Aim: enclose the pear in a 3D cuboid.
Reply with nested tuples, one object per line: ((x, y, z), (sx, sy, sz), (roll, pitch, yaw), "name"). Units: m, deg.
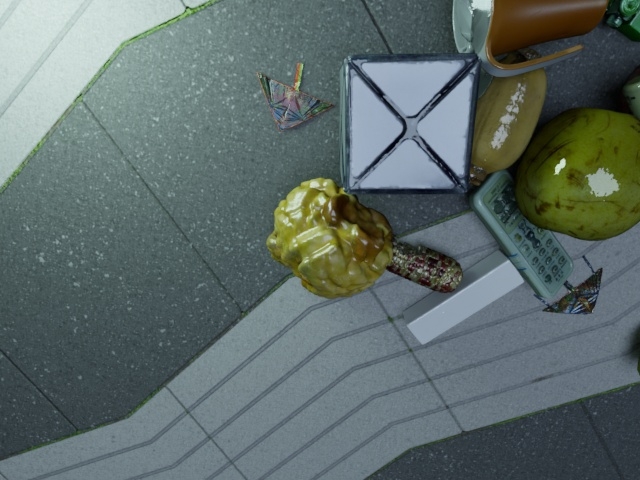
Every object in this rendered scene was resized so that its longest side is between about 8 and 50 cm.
((0.550, -0.136, 0.941), (0.283, 0.284, 0.284), (1, 109, 2), "pear")

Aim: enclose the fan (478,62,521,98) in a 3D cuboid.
((0.341, -0.346, 0.944), (0.005, 0.175, 0.114), (10, 89, -31), "fan")

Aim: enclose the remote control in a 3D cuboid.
((0.485, -0.014, 1.092), (0.128, 0.065, 0.335), (-45, 104, -15), "remote control")

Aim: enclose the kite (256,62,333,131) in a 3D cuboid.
((-0.066, -0.327, 1.038), (0.189, 0.010, 0.159), (22, 107, -8), "kite")

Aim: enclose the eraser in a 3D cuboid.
((0.357, 0.146, 1.153), (0.298, 0.078, 0.076), (-36, 105, 13), "eraser")

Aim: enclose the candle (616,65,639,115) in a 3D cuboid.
((0.783, -0.229, 0.990), (0.316, 0.131, 0.287), (35, 113, 0), "candle")

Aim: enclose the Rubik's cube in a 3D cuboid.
((0.167, -0.244, 0.931), (0.258, 0.260, 0.255), (-2, 110, 0), "Rubik's cube")

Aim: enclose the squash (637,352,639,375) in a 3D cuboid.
((0.920, 0.288, 1.197), (0.191, 0.085, 0.184), (2, 80, -2), "squash")

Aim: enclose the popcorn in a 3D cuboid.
((0.000, 0.000, 1.005), (0.332, 0.225, 0.265), (-10, 110, 52), "popcorn")

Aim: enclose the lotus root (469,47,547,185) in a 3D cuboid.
((0.388, -0.260, 0.977), (0.130, 0.146, 0.304), (9, 110, -34), "lotus root")

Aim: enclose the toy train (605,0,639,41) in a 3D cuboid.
((0.690, -0.538, 0.909), (0.119, 0.085, 0.251), (27, 110, -13), "toy train")

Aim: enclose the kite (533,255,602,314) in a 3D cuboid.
((0.665, 0.140, 1.176), (0.183, 0.010, 0.160), (-43, 102, 15), "kite")

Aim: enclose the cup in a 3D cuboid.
((0.387, -0.424, 0.849), (0.263, 0.182, 0.227), (-8, 80, -3), "cup")

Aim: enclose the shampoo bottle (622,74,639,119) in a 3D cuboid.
((0.672, -0.253, 0.897), (0.079, 0.079, 0.162), (-30, 102, 11), "shampoo bottle")

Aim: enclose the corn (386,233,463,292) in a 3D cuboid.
((0.212, 0.044, 1.115), (0.289, 0.098, 0.098), (24, 108, -3), "corn")
